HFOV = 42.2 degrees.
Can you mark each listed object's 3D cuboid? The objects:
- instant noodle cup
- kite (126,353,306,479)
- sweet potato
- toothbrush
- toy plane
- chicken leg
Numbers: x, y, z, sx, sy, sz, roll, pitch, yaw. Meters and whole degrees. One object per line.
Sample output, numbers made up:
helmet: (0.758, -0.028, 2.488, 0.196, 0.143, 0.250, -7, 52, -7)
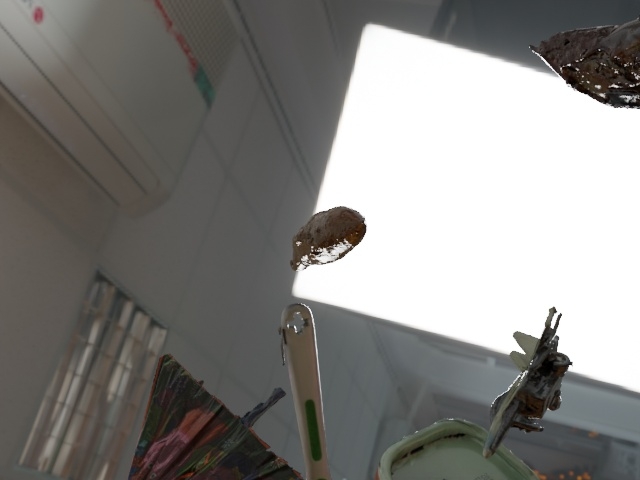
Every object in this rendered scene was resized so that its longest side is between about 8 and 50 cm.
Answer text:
instant noodle cup: (0.175, 0.446, 1.197, 0.294, 0.293, 0.308, -55, -25, -54)
kite: (-0.130, 0.229, 0.857, 0.234, 0.321, 0.016, -42, -48, -18)
sweet potato: (0.000, 0.000, 0.900, 0.206, 0.068, 0.060, 136, 124, -68)
toothbrush: (0.000, 0.272, 0.861, 0.040, 0.042, 0.418, 178, 84, -78)
toy plane: (0.271, 0.200, 1.068, 0.262, 0.088, 0.192, -53, -30, -52)
chicken leg: (0.279, -0.159, 0.729, 0.063, 0.105, 0.234, -42, 15, -11)
